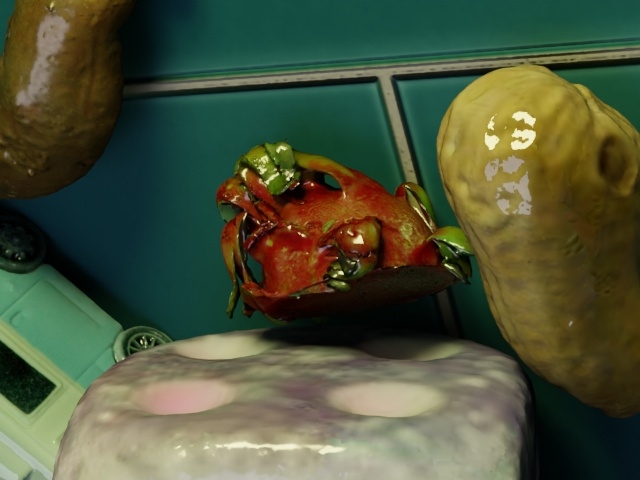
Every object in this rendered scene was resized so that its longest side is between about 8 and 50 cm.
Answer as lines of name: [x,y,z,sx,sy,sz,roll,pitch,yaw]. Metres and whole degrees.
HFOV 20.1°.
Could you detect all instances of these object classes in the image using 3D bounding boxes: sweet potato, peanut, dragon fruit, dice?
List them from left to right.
sweet potato: [-0.188,-0.094,1.169,0.310,0.098,0.124,-32,78,41]
dice: [-0.006,0.206,1.083,0.270,0.271,0.270,0,100,9]
dragon fruit: [0.000,0.000,1.103,0.175,0.142,0.138,51,169,19]
peanut: [0.147,0.005,1.027,0.110,0.120,0.236,-4,127,41]

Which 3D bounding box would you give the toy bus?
toy bus: [-0.232,0.094,1.265,0.271,0.165,0.133,40,131,3]
